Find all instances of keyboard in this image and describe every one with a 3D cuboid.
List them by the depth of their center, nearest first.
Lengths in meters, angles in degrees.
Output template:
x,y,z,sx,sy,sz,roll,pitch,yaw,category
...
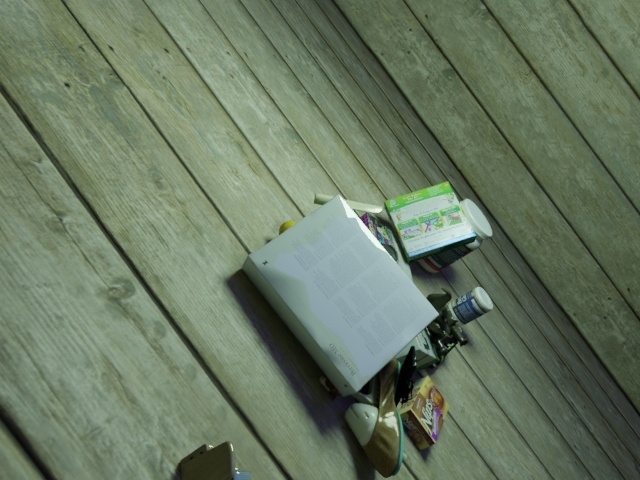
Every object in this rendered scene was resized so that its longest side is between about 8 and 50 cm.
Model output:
x,y,z,sx,sy,sz,roll,pitch,yaw,category
0.212,0.356,1.328,0.038,0.191,0.100,14,37,0,keyboard

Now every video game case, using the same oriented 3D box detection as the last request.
x,y,z,sx,sy,sz,roll,pitch,yaw,category
0.226,0.039,1.839,0.210,0.042,0.232,35,33,-31,video game case

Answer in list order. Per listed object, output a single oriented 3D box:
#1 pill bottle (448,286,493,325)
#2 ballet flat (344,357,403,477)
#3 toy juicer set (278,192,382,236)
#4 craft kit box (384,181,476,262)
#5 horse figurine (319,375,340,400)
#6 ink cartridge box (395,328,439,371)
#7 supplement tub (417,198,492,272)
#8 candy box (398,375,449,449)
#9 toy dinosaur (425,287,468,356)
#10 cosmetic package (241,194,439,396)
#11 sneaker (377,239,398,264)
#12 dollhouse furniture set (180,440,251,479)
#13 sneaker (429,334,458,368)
x,y,z,sx,sy,sz,roll,pitch,yaw,category
0.514,0.243,1.911,0.094,0.169,0.094,38,31,-28,pill bottle
0.120,0.380,1.253,0.124,0.116,0.342,25,34,-9,ballet flat
0.000,0.000,1.404,0.209,0.089,0.328,29,62,4,toy juicer set
0.383,-0.068,1.912,0.061,0.250,0.246,78,-5,-63,craft kit box
0.050,0.250,1.320,0.174,0.066,0.263,49,31,8,horse figurine
0.245,0.271,1.513,0.208,0.087,0.153,36,30,-58,ink cartridge box
0.488,-0.016,2.051,0.191,0.272,0.191,37,33,-29,supplement tub
0.277,0.456,1.445,0.109,0.053,0.187,55,27,3,candy box
0.345,0.231,1.582,0.313,0.121,0.160,55,0,-43,toy dinosaur
0.047,0.119,1.249,0.284,0.097,0.377,-35,82,-29,cosmetic package
0.094,0.027,1.521,0.146,0.122,0.330,19,10,-28,sneaker
-0.031,0.462,0.823,0.303,0.198,0.286,29,37,-39,dollhouse furniture set
0.382,0.319,1.707,0.084,0.097,0.235,54,28,1,sneaker
